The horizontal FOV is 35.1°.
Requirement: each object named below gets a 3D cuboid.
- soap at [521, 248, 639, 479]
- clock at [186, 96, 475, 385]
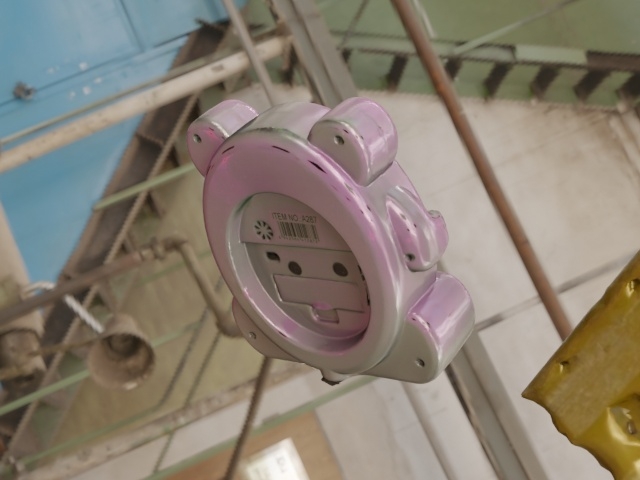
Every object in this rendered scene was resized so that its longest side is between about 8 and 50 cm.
[{"bbox_3d":[0.338,0.069,0.627,0.293,0.156,0.335,40,-62,17],"label":"soap"},{"bbox_3d":[0.000,0.000,0.849,0.228,0.090,0.247,5,-55,37],"label":"clock"}]
